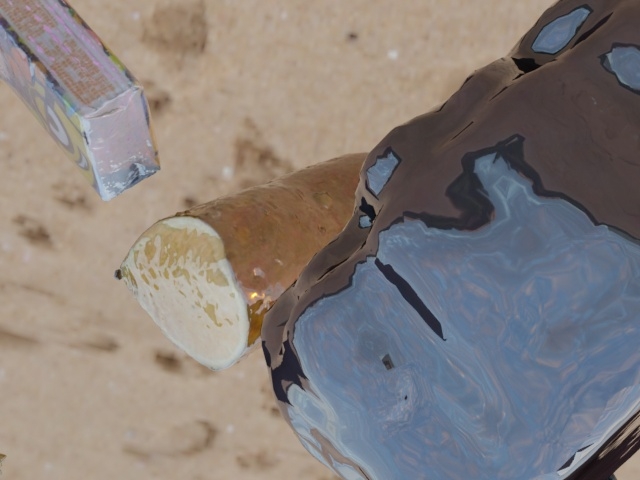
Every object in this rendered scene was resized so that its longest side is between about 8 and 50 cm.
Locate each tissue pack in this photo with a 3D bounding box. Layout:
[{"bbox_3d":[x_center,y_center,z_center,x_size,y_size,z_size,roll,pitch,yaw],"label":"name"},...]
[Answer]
[{"bbox_3d":[-0.178,-0.114,1.254,0.148,0.060,0.108,48,161,26],"label":"tissue pack"}]

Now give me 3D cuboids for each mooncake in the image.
[{"bbox_3d":[0.107,0.008,0.726,0.141,0.283,0.283,48,148,16],"label":"mooncake"}]

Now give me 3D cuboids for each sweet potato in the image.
[{"bbox_3d":[0.002,0.001,1.336,0.131,0.337,0.131,12,110,36],"label":"sweet potato"}]

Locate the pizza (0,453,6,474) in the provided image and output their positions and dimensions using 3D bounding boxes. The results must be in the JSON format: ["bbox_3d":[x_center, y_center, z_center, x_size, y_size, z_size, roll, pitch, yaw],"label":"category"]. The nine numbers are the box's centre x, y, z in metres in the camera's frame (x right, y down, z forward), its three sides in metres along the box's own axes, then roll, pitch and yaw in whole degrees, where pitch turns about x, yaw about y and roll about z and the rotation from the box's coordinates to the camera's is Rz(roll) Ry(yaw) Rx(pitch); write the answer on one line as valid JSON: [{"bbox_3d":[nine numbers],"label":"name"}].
[{"bbox_3d":[-0.344,0.155,1.120,0.251,0.287,0.074,25,111,-6],"label":"pizza"}]

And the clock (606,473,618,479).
[{"bbox_3d":[0.106,0.220,1.122,0.215,0.215,0.042,-16,124,34],"label":"clock"}]
